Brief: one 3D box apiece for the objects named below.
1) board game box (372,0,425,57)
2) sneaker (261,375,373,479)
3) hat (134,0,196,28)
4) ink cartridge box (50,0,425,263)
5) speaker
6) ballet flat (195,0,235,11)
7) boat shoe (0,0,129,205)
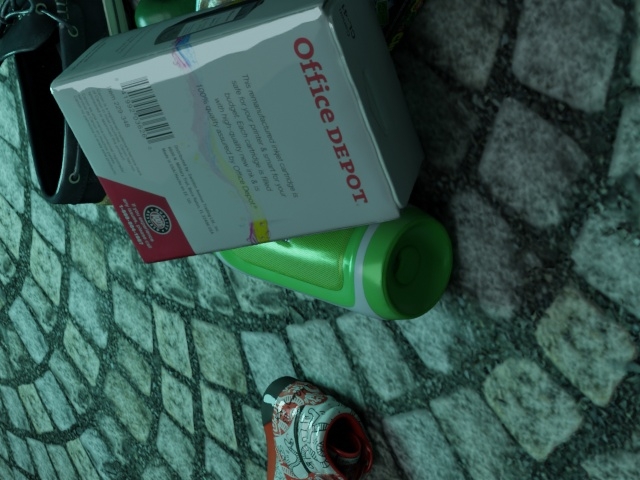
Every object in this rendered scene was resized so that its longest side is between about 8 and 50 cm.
[{"bbox_3d":[0.017,-0.218,1.109,0.136,0.030,0.259,50,141,14],"label":"board game box"},{"bbox_3d":[0.002,0.318,1.398,0.145,0.090,0.270,16,120,48],"label":"sneaker"},{"bbox_3d":[-0.189,-0.246,1.209,0.208,0.183,0.173,33,134,34],"label":"hat"},{"bbox_3d":[-0.077,-0.118,1.067,0.306,0.131,0.226,-10,118,23],"label":"ink cartridge box"},{"bbox_3d":[0.000,0.000,1.179,0.296,0.131,0.131,15,123,45],"label":"speaker"},{"bbox_3d":[-0.094,-0.169,1.169,0.106,0.107,0.316,30,134,20],"label":"ballet flat"},{"bbox_3d":[-0.358,-0.278,1.405,0.187,0.156,0.500,-12,95,56],"label":"boat shoe"}]
